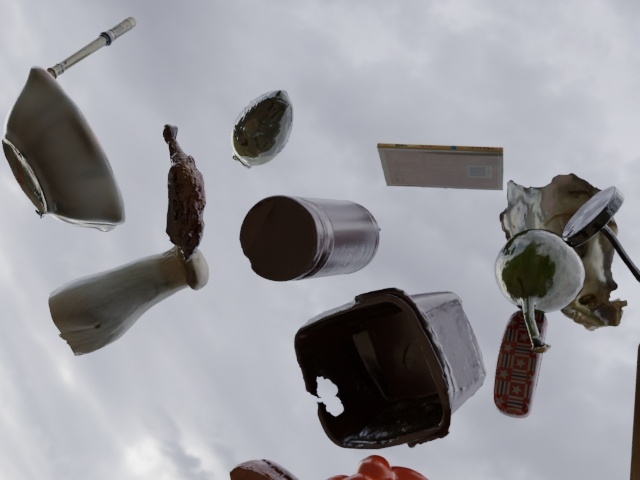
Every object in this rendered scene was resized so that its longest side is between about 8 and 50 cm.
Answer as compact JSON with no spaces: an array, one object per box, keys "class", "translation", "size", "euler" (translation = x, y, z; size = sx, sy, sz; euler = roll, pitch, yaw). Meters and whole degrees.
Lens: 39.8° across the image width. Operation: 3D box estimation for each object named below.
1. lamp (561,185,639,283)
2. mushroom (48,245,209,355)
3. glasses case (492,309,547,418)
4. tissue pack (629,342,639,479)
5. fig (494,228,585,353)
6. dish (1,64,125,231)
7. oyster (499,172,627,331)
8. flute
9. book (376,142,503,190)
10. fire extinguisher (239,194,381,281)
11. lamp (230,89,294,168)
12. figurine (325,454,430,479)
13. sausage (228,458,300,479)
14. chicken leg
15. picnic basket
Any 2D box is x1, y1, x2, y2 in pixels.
[{"class":"lamp","translation":[0.474,0.104,1.291],"size":[0.371,0.109,0.130],"euler":[64,-16,4]},{"class":"mushroom","translation":[-0.368,0.105,1.708],"size":[0.159,0.329,0.122],"euler":[61,4,-60]},{"class":"glasses case","translation":[0.338,0.209,1.503],"size":[0.073,0.194,0.049],"euler":[8,-29,21]},{"class":"tissue pack","translation":[0.448,0.233,1.007],"size":[0.160,0.136,0.245],"euler":[3,-89,29]},{"class":"fig","translation":[0.343,0.091,1.451],"size":[0.151,0.259,0.151],"euler":[17,-47,18]},{"class":"dish","translation":[-0.328,-0.092,1.066],"size":[0.229,0.081,0.229],"euler":[42,-29,30]},{"class":"oyster","translation":[0.450,0.013,1.633],"size":[0.275,0.100,0.271],"euler":[17,-84,4]},{"class":"flute","translation":[-0.366,-0.302,1.399],"size":[0.027,0.233,0.027],"euler":[18,-47,21]},{"class":"book","translation":[0.241,-0.146,1.755],"size":[0.242,0.018,0.170],"euler":[4,-22,13]},{"class":"fire extinguisher","translation":[0.000,0.000,1.282],"size":[0.135,0.337,0.114],"euler":[-29,-100,21]},{"class":"lamp","translation":[-0.102,-0.193,1.546],"size":[0.101,0.101,0.250],"euler":[56,-29,4]},{"class":"figurine","translation":[0.015,0.456,1.039],"size":[0.306,0.412,0.241],"euler":[45,-35,32]},{"class":"sausage","translation":[-0.028,0.440,1.374],"size":[0.330,0.102,0.102],"euler":[29,-47,45]},{"class":"chicken leg","translation":[-0.213,-0.076,1.353],"size":[0.090,0.048,0.219],"euler":[-8,-94,46]},{"class":"picnic basket","translation":[0.109,0.178,1.274],"size":[0.297,0.129,0.222],"euler":[-27,-99,52]}]
